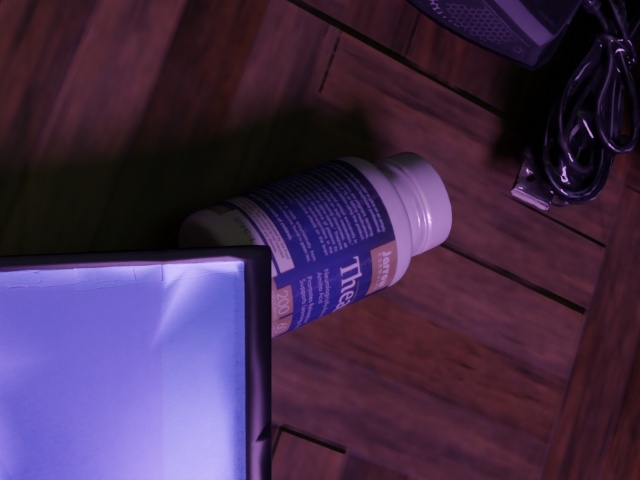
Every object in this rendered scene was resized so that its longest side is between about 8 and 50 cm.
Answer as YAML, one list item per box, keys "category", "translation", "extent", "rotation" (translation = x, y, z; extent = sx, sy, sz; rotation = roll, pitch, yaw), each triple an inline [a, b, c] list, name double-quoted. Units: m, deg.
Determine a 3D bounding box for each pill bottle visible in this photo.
- category: "pill bottle"
  translation: [0.000, 0.000, 0.589]
  extent: [0.120, 0.067, 0.067]
  rotation: [-23, 98, -27]

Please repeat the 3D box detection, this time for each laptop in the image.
- category: "laptop"
  translation: [-0.127, 0.131, 0.447]
  extent: [0.264, 0.137, 0.234]
  rotation: [-24, 115, -69]

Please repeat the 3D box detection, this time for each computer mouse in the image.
- category: "computer mouse"
  translation: [0.074, -0.156, 0.642]
  extent: [0.272, 0.072, 0.188]
  rotation: [40, 64, -32]
